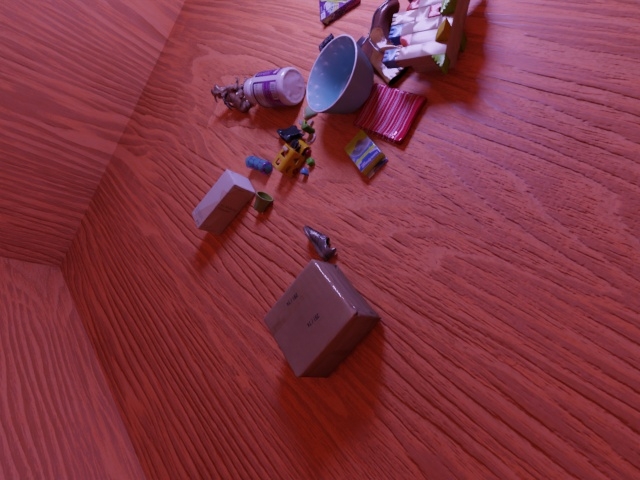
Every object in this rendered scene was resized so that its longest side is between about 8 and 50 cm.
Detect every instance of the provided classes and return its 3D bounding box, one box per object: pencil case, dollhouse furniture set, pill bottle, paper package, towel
[{"bbox_3d":[-0.300,-0.365,2.002,0.151,0.064,0.070,25,77,42],"label":"pencil case"},{"bbox_3d":[-0.059,-0.561,1.867,0.076,0.058,0.152,-13,69,36],"label":"dollhouse furniture set"},{"bbox_3d":[-0.231,-0.733,1.991,0.301,0.169,0.169,13,85,41],"label":"pill bottle"},{"bbox_3d":[-0.004,0.280,1.487,0.325,0.168,0.309,-52,49,15],"label":"paper package"},{"bbox_3d":[0.262,-0.497,1.601,0.274,0.031,0.199,36,100,41],"label":"towel"}]

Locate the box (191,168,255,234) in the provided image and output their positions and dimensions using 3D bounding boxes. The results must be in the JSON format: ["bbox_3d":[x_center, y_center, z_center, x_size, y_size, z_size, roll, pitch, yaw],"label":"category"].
[{"bbox_3d":[-0.482,-0.186,2.045,0.311,0.148,0.121,-46,54,21],"label":"box"}]

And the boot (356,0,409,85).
[{"bbox_3d":[0.283,-0.791,1.633,0.264,0.096,0.280,-46,54,16],"label":"boot"}]

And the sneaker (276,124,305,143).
[{"bbox_3d":[-0.141,-0.503,1.923,0.089,0.051,0.170,-40,39,1],"label":"sneaker"}]

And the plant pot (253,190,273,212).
[{"bbox_3d":[-0.275,-0.175,1.919,0.083,0.083,0.079,50,120,38],"label":"plant pot"}]

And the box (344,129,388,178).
[{"bbox_3d":[0.175,-0.339,1.615,0.109,0.042,0.178,-45,52,20],"label":"box"}]

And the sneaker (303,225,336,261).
[{"bbox_3d":[0.000,0.000,1.652,0.071,0.066,0.188,-37,60,5],"label":"sneaker"}]

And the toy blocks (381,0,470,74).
[{"bbox_3d":[0.369,-0.758,1.475,0.260,0.190,0.382,10,83,38],"label":"toy blocks"}]

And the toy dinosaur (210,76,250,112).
[{"bbox_3d":[-0.446,-0.757,2.216,0.200,0.127,0.296,-49,64,27],"label":"toy dinosaur"}]

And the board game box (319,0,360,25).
[{"bbox_3d":[0.083,-1.220,1.965,0.208,0.056,0.347,-18,65,39],"label":"board game box"}]

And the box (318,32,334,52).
[{"bbox_3d":[0.027,-0.920,1.918,0.083,0.018,0.067,-37,33,25],"label":"box"}]

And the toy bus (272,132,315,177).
[{"bbox_3d":[-0.128,-0.385,1.838,0.190,0.104,0.202,-12,69,36],"label":"toy bus"}]

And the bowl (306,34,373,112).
[{"bbox_3d":[0.098,-0.643,1.671,0.311,0.163,0.312,-20,64,49],"label":"bowl"}]
